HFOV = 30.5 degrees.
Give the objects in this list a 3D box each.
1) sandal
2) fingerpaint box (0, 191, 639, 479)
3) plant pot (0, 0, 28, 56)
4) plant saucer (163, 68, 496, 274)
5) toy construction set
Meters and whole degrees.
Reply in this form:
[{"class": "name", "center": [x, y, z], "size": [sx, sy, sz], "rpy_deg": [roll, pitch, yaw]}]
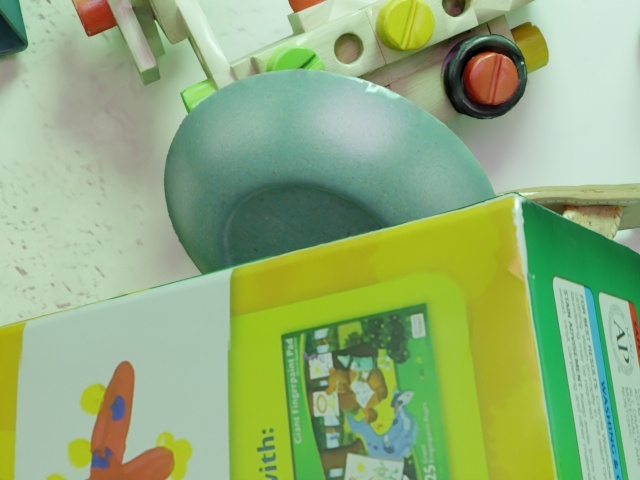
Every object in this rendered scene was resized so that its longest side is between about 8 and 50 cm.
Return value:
[{"class": "sandal", "center": [0.147, 0.012, 0.671], "size": [0.240, 0.088, 0.079], "rpy_deg": [-13, 74, -4]}, {"class": "fingerpaint box", "center": [-0.019, 0.246, 0.517], "size": [0.371, 0.163, 0.445], "rpy_deg": [-15, 73, 30]}, {"class": "plant pot", "center": [-0.294, -0.237, 0.708], "size": [0.165, 0.165, 0.234], "rpy_deg": [-12, 72, 1]}, {"class": "plant saucer", "center": [0.000, 0.000, 0.638], "size": [0.194, 0.195, 0.037], "rpy_deg": [16, 43, 6]}, {"class": "toy construction set", "center": [0.016, -0.157, 0.676], "size": [0.327, 0.151, 0.215], "rpy_deg": [-21, 104, 7]}]
